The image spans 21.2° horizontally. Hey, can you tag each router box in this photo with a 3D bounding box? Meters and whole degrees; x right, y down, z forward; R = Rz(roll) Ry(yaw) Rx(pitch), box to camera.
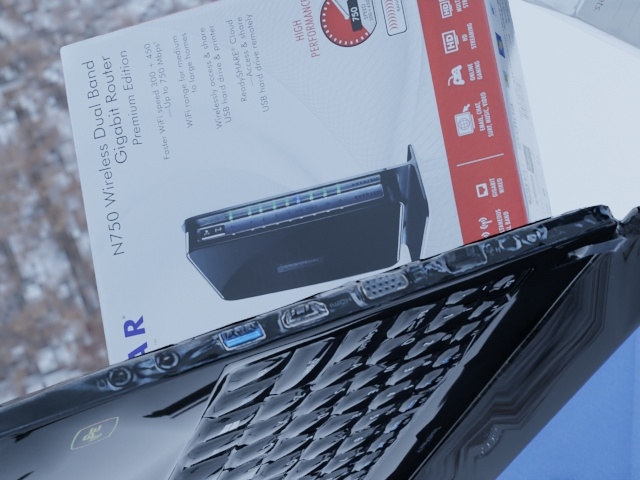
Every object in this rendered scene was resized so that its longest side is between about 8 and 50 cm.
[{"bbox_3d":[0.000,0.000,1.129,0.301,0.336,0.082,-14,170,19],"label":"router box"}]

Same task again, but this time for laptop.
[{"bbox_3d":[0.033,0.110,0.449,0.264,0.137,0.234,-18,156,-29],"label":"laptop"}]

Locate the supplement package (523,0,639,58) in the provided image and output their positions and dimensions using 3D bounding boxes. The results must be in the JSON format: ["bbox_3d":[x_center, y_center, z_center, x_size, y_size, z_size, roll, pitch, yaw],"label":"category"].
[{"bbox_3d":[0.306,-0.193,1.163,0.262,0.199,0.198,24,-171,-10],"label":"supplement package"}]
